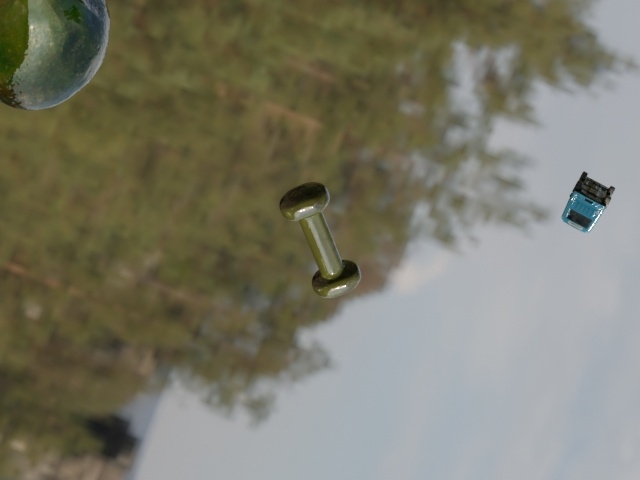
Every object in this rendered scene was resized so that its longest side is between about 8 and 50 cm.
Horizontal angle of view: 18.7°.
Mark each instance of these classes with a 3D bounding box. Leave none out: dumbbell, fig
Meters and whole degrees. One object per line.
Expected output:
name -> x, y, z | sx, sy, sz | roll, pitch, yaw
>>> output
dumbbell -> 0.000, 0.000, 1.925 | 0.046, 0.052, 0.118 | -109, 176, -62
fig -> -0.344, -0.266, 2.364 | 0.245, 0.195, 0.195 | 142, -30, -72

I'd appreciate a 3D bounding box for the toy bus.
toy bus -> 0.271, -0.038, 1.974 | 0.046, 0.038, 0.083 | -64, 174, 18
